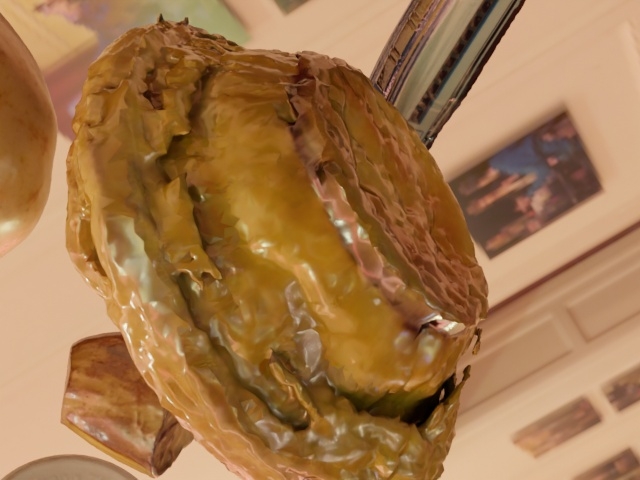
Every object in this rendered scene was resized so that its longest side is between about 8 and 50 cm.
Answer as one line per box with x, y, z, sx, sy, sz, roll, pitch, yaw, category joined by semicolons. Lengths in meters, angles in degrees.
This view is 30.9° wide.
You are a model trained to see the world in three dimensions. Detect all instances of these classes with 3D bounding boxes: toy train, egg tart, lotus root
0.055;-0.095;0.750;0.048;0.252;0.055;8;-145;-40;toy train
0.000;0.000;0.605;0.294;0.123;0.294;44;-150;-34;egg tart
-0.144;0.115;0.938;0.159;0.135;0.095;-68;-12;-67;lotus root

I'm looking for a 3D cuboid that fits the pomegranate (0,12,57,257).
-0.399;-0.090;1.079;0.342;0.342;0.342;56;-169;-16;pomegranate

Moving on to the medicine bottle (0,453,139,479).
-0.262;0.358;1.148;0.190;0.189;0.332;63;152;26;medicine bottle
